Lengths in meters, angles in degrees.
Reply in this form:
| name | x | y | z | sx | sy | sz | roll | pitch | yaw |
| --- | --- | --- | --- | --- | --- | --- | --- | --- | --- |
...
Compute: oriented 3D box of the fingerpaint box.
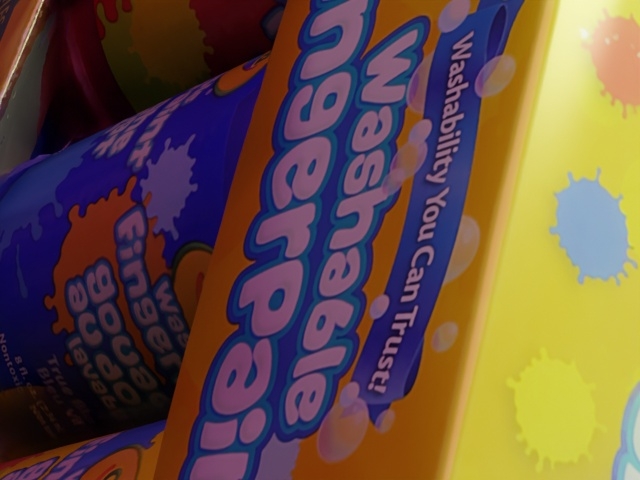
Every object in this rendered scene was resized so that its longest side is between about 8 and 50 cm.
| name | x | y | z | sx | sy | sz | roll | pitch | yaw |
| --- | --- | --- | --- | --- | --- | --- | --- | --- | --- |
| fingerpaint box | 0.000 | 0.000 | 0.702 | 0.371 | 0.163 | 0.445 | -18 | 48 | 47 |
